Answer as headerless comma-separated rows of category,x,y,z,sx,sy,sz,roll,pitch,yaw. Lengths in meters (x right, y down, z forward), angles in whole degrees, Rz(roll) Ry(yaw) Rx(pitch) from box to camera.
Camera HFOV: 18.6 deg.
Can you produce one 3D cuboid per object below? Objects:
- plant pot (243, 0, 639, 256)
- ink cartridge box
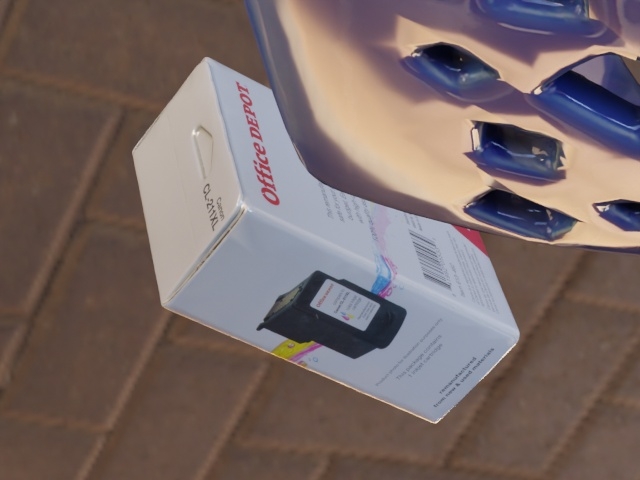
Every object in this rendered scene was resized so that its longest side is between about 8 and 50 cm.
plant pot,0.122,-0.121,0.465,0.212,0.236,0.236,22,161,16
ink cartridge box,0.000,0.000,0.982,0.175,0.127,0.072,25,120,-30
